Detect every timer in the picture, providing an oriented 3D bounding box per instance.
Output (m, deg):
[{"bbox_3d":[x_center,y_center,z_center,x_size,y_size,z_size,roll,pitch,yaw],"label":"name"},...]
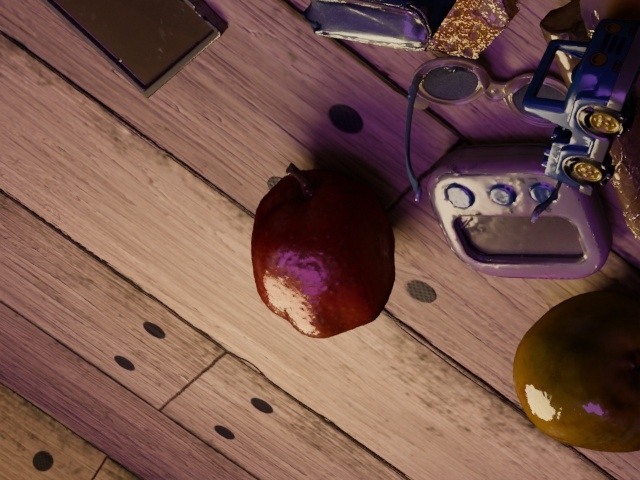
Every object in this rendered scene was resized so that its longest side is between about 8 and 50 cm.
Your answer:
[{"bbox_3d":[0.238,-0.034,1.266,0.208,0.069,0.191,1,135,34],"label":"timer"}]

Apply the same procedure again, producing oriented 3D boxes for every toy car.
[{"bbox_3d":[0.245,-0.129,0.982,0.100,0.097,0.191,22,155,13],"label":"toy car"}]

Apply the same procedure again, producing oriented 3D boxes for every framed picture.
[{"bbox_3d":[-0.276,-0.322,1.332,0.289,0.020,0.211,43,143,-16],"label":"framed picture"}]

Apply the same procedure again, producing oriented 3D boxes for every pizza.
[{"bbox_3d":[0.149,-0.245,1.098,0.099,0.036,0.160,41,145,0],"label":"pizza"}]

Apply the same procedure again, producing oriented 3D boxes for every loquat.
[{"bbox_3d":[0.343,0.166,1.332,0.213,0.213,0.246,35,169,-6],"label":"loquat"}]

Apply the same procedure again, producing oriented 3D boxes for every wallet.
[{"bbox_3d":[0.080,-0.262,0.983,0.141,0.202,0.059,14,143,29],"label":"wallet"}]

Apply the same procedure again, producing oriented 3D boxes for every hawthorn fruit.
[{"bbox_3d":[0.000,0.000,1.372,0.205,0.205,0.253,13,137,23],"label":"hawthorn fruit"}]

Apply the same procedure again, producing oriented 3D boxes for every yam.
[{"bbox_3d":[0.309,-0.119,1.110,0.066,0.066,0.300,-2,133,38],"label":"yam"}]

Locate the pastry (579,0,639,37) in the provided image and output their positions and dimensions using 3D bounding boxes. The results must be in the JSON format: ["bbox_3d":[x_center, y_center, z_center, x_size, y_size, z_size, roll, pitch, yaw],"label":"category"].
[{"bbox_3d":[0.319,-0.223,0.957,0.165,0.088,0.166,20,143,16],"label":"pastry"}]

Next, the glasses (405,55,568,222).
[{"bbox_3d":[0.179,-0.114,1.095,0.189,0.221,0.088,13,124,3],"label":"glasses"}]
